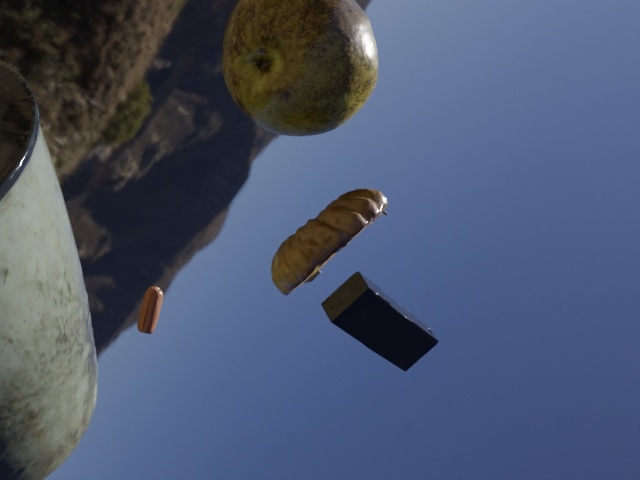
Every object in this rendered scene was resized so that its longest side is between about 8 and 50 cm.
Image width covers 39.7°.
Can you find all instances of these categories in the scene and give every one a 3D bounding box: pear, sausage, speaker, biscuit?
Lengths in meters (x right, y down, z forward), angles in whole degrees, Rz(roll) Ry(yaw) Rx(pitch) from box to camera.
[{"bbox_3d":[-0.034,-0.222,1.084,0.197,0.197,0.197,-50,-166,18],"label":"pear"},{"bbox_3d":[-0.292,0.120,1.518,0.034,0.034,0.083,-150,-106,-76],"label":"sausage"},{"bbox_3d":[0.097,0.130,1.392,0.082,0.218,0.044,-44,-136,10],"label":"speaker"},{"bbox_3d":[0.000,0.000,1.100,0.183,0.061,0.118,-41,177,19],"label":"biscuit"}]

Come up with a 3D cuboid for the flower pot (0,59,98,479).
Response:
[{"bbox_3d":[-0.337,0.049,0.745,0.330,0.293,0.294,84,22,-45],"label":"flower pot"}]
